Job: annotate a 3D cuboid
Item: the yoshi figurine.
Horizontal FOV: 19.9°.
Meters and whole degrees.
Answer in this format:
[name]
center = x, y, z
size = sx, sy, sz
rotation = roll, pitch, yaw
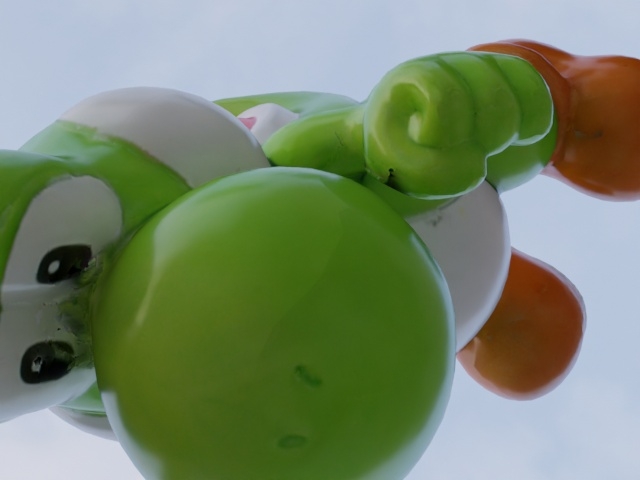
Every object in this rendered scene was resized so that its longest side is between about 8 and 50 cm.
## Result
[yoshi figurine]
center = 0.018, 0.020, 0.640
size = 0.362, 0.203, 0.203
rotation = -11, -99, -54
